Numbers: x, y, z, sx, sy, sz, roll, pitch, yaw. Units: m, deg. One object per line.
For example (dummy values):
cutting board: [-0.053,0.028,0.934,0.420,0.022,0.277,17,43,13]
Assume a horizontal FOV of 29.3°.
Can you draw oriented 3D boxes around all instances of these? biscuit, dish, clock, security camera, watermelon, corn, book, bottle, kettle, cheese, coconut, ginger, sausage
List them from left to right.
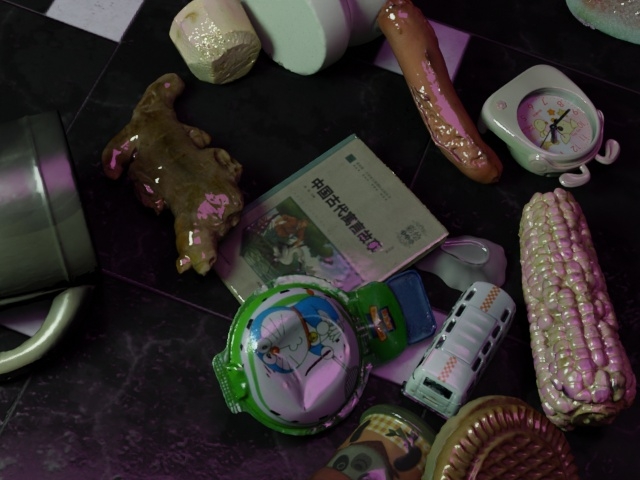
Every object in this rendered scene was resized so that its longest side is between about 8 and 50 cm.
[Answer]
kettle: [-0.446,0.024,1.529,0.324,0.228,0.321,-14,94,-9]
ginger: [-0.201,-0.095,1.679,0.166,0.080,0.333,-24,61,-15]
coconut: [-0.155,-0.302,1.789,0.116,0.116,0.122,-23,65,-19]
book: [0.000,0.000,1.666,0.282,0.025,0.215,-36,69,-15]
cheese: [0.012,0.128,1.561,0.320,0.083,0.204,-21,93,-26]
security camera: [0.020,-0.376,1.814,0.194,0.194,0.236,42,60,16]
bottle: [0.037,0.324,1.428,0.143,0.156,0.271,50,60,-7]
sausage: [0.168,-0.211,1.757,0.078,0.078,0.304,-27,91,-20]
dish: [0.193,0.021,1.687,0.137,0.039,0.091,15,60,2]
biscuit: [0.215,0.307,1.438,0.259,0.079,0.259,6,81,-38]
clock: [0.338,-0.160,1.797,0.151,0.062,0.191,-35,70,-24]
corn: [0.326,0.088,1.622,0.126,0.127,0.335,-3,59,-9]
watermelon: [0.483,-0.366,1.926,0.180,0.094,0.081,34,58,-5]

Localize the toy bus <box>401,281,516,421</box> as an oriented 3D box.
toy bus: [0.188,0.135,1.593,0.087,0.089,0.194,31,60,10]
